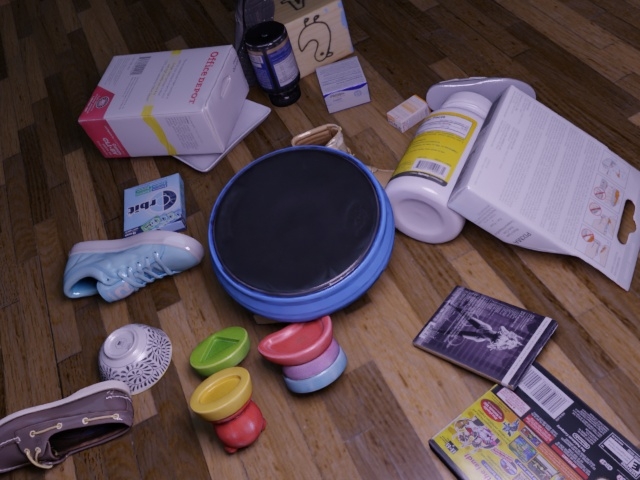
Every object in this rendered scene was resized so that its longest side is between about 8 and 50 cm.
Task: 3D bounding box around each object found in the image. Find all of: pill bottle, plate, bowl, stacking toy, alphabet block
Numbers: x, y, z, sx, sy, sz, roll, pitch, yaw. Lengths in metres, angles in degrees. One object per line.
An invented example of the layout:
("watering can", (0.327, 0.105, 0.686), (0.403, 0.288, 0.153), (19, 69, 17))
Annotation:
("pill bottle", (-0.126, -0.488, 1.834), (0.122, 0.219, 0.123), (-8, 49, 10))
("plate", (-0.317, -0.314, 1.864), (0.277, 0.045, 0.278), (28, 63, 33))
("bowl", (-0.413, 0.239, 1.404), (0.170, 0.080, 0.170), (-9, 50, 11))
("pill bottle", (0.281, -0.172, 1.461), (0.187, 0.188, 0.334), (14, 56, 27))
("bowl", (-0.046, -0.029, 1.334), (0.390, 0.077, 0.392), (-6, 59, 9))
("stacking toy", (-0.109, 0.259, 1.309), (0.308, 0.131, 0.279), (-29, 22, -12))
("alphabet block", (-0.042, -0.634, 1.953), (0.197, 0.192, 0.193), (-28, 47, -6))

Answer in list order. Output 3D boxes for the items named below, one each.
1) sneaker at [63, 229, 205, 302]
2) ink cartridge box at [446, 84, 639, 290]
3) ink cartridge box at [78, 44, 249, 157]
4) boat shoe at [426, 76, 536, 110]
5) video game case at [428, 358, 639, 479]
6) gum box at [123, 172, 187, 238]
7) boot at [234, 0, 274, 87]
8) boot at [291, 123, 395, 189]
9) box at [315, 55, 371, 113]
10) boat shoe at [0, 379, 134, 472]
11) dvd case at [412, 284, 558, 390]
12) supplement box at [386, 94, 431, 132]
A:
("sneaker", (-0.439, 0.079, 1.527), (0.365, 0.135, 0.150), (-8, 56, 22))
("ink cartridge box", (0.483, -0.101, 1.348), (0.384, 0.091, 0.308), (32, 60, -5))
("ink cartridge box", (-0.424, -0.382, 1.818), (0.384, 0.160, 0.279), (0, 52, 18))
("boat shoe", (0.405, -0.370, 1.660), (0.267, 0.096, 0.088), (-2, 29, 16))
("video game case", (0.362, 0.361, 1.088), (0.248, 0.035, 0.275), (-35, 50, -13))
("gum box", (-0.432, -0.081, 1.706), (0.156, 0.041, 0.185), (-17, 49, 3))
("boot", (-0.207, -0.638, 1.915), (0.118, 0.338, 0.223), (-4, 52, -22))
("boot", (0.076, -0.175, 1.515), (0.261, 0.204, 0.095), (0, 50, 17))
("box", (0.063, -0.435, 1.829), (0.126, 0.072, 0.137), (-16, 47, 3))
("boat shoe", (-0.527, 0.387, 1.294), (0.324, 0.117, 0.097), (-21, 45, -8))
("dvd case", (0.309, 0.177, 1.245), (0.221, 0.018, 0.164), (20, 55, 42))
("supplement box", (0.231, -0.332, 1.712), (0.098, 0.036, 0.062), (-34, 50, -12))
